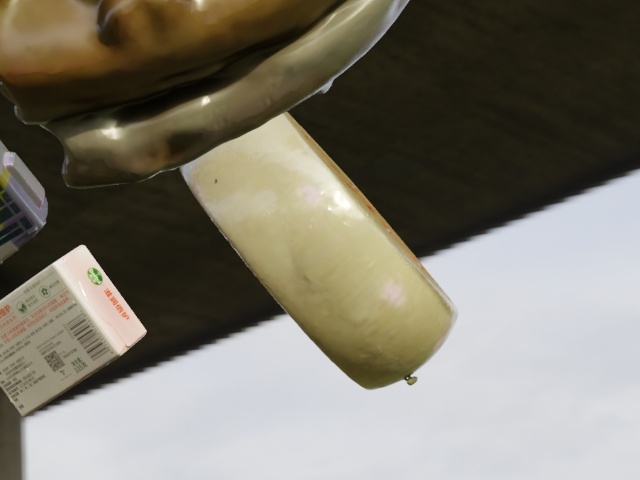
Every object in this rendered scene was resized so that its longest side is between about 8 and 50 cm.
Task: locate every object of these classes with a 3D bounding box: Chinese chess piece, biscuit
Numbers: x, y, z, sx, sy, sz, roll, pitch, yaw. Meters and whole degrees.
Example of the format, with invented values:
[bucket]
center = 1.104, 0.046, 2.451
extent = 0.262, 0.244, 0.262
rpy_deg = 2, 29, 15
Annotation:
[Chinese chess piece]
center = 0.000, 0.000, 1.219
extent = 0.102, 0.273, 0.273
rpy_deg = -40, -28, 3
[biscuit]
center = -0.071, -0.210, 0.671
extent = 0.268, 0.366, 0.115
rpy_deg = -25, -31, -4

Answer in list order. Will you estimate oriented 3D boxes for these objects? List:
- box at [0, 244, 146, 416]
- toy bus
[box]
center = -0.209, 0.072, 1.155
extent = 0.125, 0.089, 0.043
rpy_deg = -31, 6, 32
[toy bus]
center = -0.212, -0.038, 0.904
extent = 0.058, 0.052, 0.102
rpy_deg = -32, -64, 9
